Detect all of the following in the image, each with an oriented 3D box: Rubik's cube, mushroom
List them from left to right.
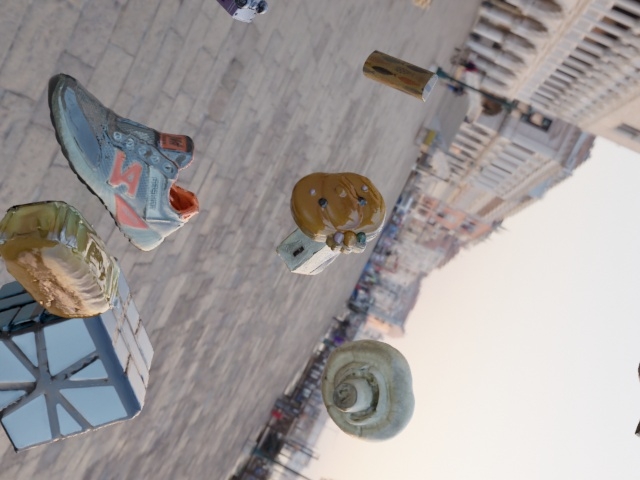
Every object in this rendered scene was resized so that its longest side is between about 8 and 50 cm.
[{"bbox_3d":[-0.548,0.233,1.559,0.283,0.289,0.293,-104,176,-66],"label":"Rubik's cube"},{"bbox_3d":[0.112,0.374,1.801,0.253,0.260,0.234,-62,162,6],"label":"mushroom"}]

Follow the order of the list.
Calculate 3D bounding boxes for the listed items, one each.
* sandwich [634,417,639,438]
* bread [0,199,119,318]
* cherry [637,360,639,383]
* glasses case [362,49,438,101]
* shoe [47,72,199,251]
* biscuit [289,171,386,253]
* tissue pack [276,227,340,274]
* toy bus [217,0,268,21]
[{"bbox_3d":[0.616,0.257,1.165,0.258,0.094,0.096,-32,177,5],"label":"sandwich"},{"bbox_3d":[-0.435,0.042,1.213,0.241,0.136,0.107,78,9,-54],"label":"bread"},{"bbox_3d":[0.735,0.259,1.426,0.195,0.195,0.195,-63,174,-11],"label":"cherry"},{"bbox_3d":[0.180,-0.381,1.655,0.064,0.170,0.041,-61,152,1],"label":"glasses case"},{"bbox_3d":[-0.291,-0.136,1.159,0.132,0.171,0.336,-110,175,-50],"label":"shoe"},{"bbox_3d":[0.034,-0.055,1.242,0.170,0.170,0.050,-60,174,-36],"label":"biscuit"},{"bbox_3d":[0.000,0.000,1.782,0.183,0.092,0.226,-39,167,6],"label":"tissue pack"},{"bbox_3d":[-0.135,-0.539,1.459,0.178,0.098,0.087,-50,165,22],"label":"toy bus"}]
